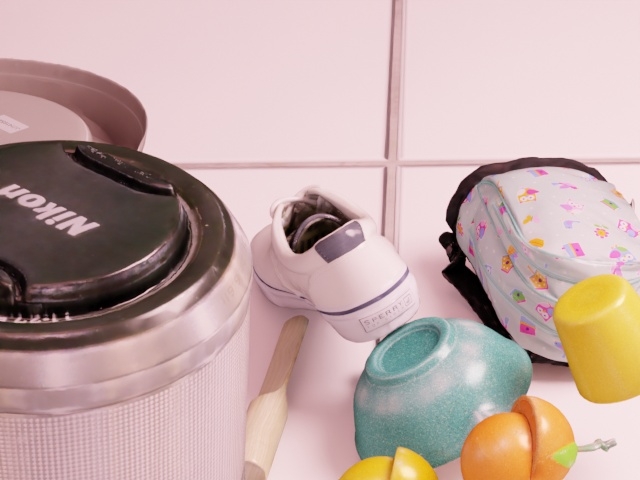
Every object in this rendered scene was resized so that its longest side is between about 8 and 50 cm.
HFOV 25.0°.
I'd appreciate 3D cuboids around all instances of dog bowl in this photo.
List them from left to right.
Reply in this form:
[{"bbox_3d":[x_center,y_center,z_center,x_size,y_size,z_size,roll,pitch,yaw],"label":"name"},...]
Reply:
[{"bbox_3d":[-0.316,-0.048,1.219,0.349,0.102,0.349,1,28,0],"label":"dog bowl"}]

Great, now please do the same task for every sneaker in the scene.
[{"bbox_3d":[0.000,0.000,1.090,0.094,0.091,0.258,-30,17,-15],"label":"sneaker"}]

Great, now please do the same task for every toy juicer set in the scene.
[{"bbox_3d":[0.060,0.128,0.964,0.329,0.089,0.209,-9,32,42],"label":"toy juicer set"}]

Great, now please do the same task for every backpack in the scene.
[{"bbox_3d":[0.178,0.013,1.096,0.152,0.115,0.182,-5,35,-7],"label":"backpack"}]

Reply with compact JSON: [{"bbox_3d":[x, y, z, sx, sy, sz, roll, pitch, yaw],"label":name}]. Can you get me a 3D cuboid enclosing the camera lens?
[{"bbox_3d":[-0.151,0.096,0.833,0.219,0.274,0.219,3,34,-2],"label":"camera lens"}]
